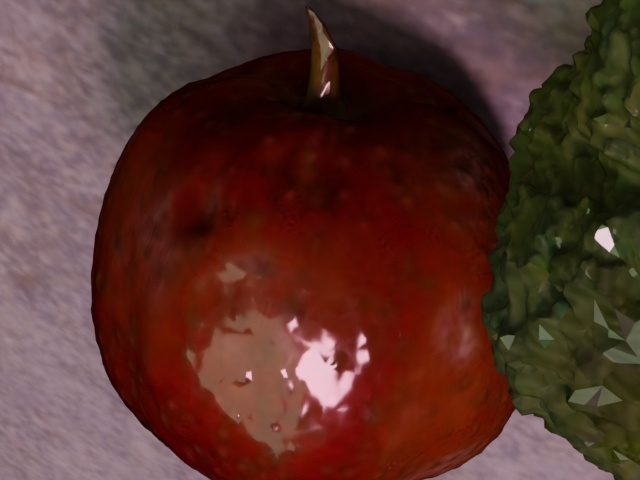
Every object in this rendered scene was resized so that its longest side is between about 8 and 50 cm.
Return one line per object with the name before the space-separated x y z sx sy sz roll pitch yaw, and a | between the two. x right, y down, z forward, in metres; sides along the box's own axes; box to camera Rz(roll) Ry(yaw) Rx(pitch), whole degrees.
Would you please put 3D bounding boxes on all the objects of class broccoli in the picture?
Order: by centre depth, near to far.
broccoli | 0.183 -0.038 0.575 0.254 0.186 0.302 34 117 -32

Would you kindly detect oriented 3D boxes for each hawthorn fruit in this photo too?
hawthorn fruit | 0.000 0.000 0.743 0.179 0.179 0.200 17 119 21
